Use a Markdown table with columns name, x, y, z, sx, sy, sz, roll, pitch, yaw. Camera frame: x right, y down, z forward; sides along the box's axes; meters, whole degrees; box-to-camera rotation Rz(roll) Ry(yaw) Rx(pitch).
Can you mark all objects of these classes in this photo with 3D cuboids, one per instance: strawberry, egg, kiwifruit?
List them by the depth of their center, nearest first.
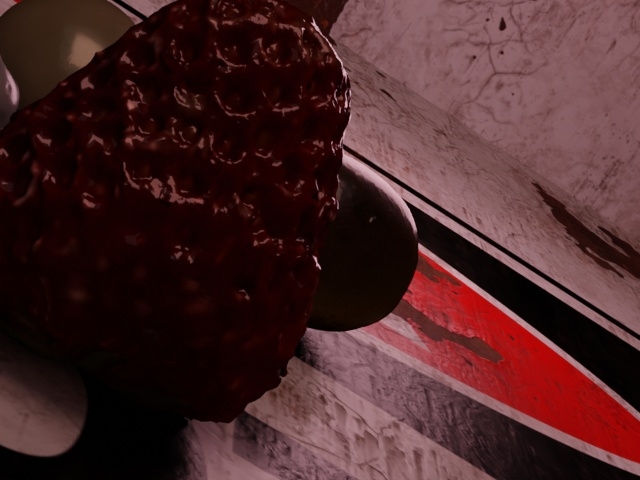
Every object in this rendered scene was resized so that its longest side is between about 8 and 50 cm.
| name | x | y | z | sx | sy | sz | roll | pitch | yaw |
| --- | --- | --- | --- | --- | --- | --- | --- | --- | --- |
| strawberry | -0.112 | -0.042 | 1.418 | 0.317 | 0.345 | 0.295 | 36 | 14 | 3 |
| egg | -0.263 | -0.159 | 1.754 | 0.186 | 0.186 | 0.242 | 29 | 24 | -20 |
| kiwifruit | 0.000 | 0.000 | 1.831 | 0.234 | 0.196 | 0.196 | 31 | 15 | -33 |

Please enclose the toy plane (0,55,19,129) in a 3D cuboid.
| name | x | y | z | sx | sy | sz | roll | pitch | yaw |
| --- | --- | --- | --- | --- | --- | --- | --- | --- | --- |
| toy plane | -0.364 | -0.151 | 1.536 | 0.252 | 0.118 | 0.252 | 37 | -25 | 20 |
